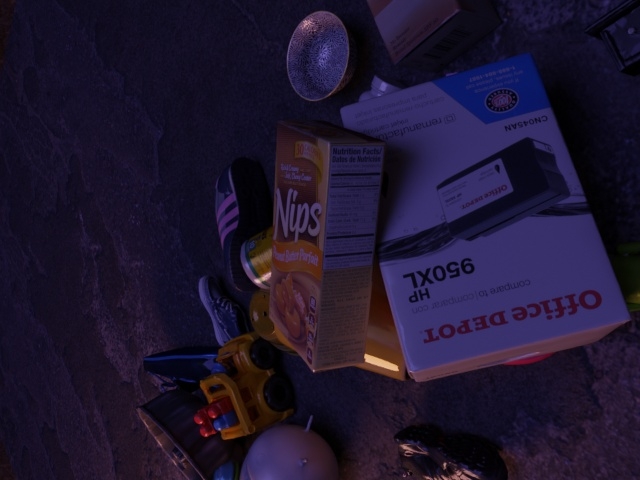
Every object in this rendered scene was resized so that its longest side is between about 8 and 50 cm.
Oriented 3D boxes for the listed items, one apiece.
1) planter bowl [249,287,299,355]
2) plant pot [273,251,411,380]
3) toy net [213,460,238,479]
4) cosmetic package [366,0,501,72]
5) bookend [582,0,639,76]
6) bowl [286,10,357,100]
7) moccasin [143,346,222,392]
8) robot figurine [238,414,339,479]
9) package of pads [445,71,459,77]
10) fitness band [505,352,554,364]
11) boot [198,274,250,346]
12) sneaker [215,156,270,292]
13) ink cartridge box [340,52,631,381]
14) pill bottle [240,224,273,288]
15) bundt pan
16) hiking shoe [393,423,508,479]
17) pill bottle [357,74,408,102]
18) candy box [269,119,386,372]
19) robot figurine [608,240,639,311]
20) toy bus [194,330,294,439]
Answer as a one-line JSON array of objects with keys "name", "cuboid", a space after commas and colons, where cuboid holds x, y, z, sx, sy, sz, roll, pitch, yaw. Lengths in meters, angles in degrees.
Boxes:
[{"name": "planter bowl", "cuboid": [-0.094, 0.157, 1.378, 0.217, 0.090, 0.217, 4, 96, 43]}, {"name": "plant pot", "cuboid": [0.085, 0.125, 1.113, 0.239, 0.254, 0.253, 26, 112, 23]}, {"name": "toy net", "cuboid": [-0.223, 0.582, 1.313, 0.122, 0.045, 0.232, -112, 39, -61]}, {"name": "cosmetic package", "cuboid": [0.159, -0.453, 1.049, 0.153, 0.129, 0.296, -35, 70, 42]}, {"name": "bookend", "cuboid": [0.460, -0.255, 0.813, 0.157, 0.072, 0.156, -31, 73, 42]}, {"name": "bowl", "cuboid": [0.019, -0.358, 1.228, 0.170, 0.080, 0.170, 4, 96, 44]}, {"name": "moccasin", "cuboid": [-0.353, 0.346, 1.618, 0.342, 0.138, 0.116, -9, 92, 45]}, {"name": "robot figurine", "cuboid": [-0.085, 0.539, 1.328, 0.300, 0.200, 0.353, -104, 33, -58]}, {"name": "package of pads", "cuboid": [0.232, -0.240, 1.051, 0.032, 0.050, 0.083, 11, 101, 43]}, {"name": "fitness band", "cuboid": [0.250, 0.079, 0.962, 0.291, 0.054, 0.208, 10, 73, 14]}, {"name": "boot", "cuboid": [-0.233, 0.166, 1.540, 0.086, 0.069, 0.189, -26, 84, 35]}, {"name": "sneaker", "cuboid": [-0.188, -0.024, 1.431, 0.131, 0.112, 0.318, -28, 58, 50]}, {"name": "ink cartridge box", "cuboid": [0.216, -0.026, 0.886, 0.286, 0.166, 0.394, -15, 72, 7]}, {"name": "pill bottle", "cuboid": [-0.053, 0.009, 1.286, 0.208, 0.118, 0.117, -28, 73, 24]}, {"name": "bundt pan", "cuboid": [-0.299, 0.494, 1.516, 0.331, 0.124, 0.330, 38, 151, 25]}, {"name": "hiking shoe", "cuboid": [0.235, 0.406, 1.101, 0.227, 0.086, 0.114, 5, 111, 49]}, {"name": "pill bottle", "cuboid": [0.100, -0.221, 1.156, 0.087, 0.087, 0.160, 42, 121, 33]}, {"name": "candy box", "cuboid": [0.000, 0.000, 0.878, 0.183, 0.088, 0.316, -143, 52, -59]}, {"name": "robot figurine", "cuboid": [0.435, 0.054, 0.869, 0.115, 0.067, 0.101, 6, 106, 44]}, {"name": "toy bus", "cuboid": [-0.198, 0.341, 1.404, 0.149, 0.211, 0.220, -28, 83, 44]}]
